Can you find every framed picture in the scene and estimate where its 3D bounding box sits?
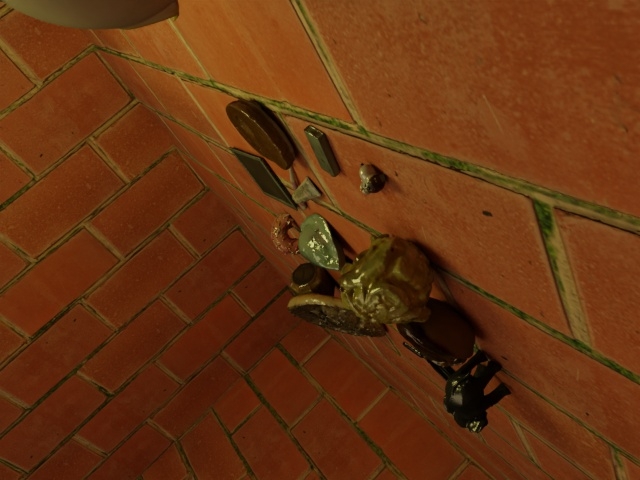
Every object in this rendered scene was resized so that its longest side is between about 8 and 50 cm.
[{"bbox_3d":[-0.183,-0.204,1.695,0.217,0.017,0.274,54,167,-32],"label":"framed picture"}]

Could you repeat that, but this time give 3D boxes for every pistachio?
[{"bbox_3d":[0.239,0.190,1.154,0.210,0.131,0.165,37,-157,-3],"label":"pistachio"}]

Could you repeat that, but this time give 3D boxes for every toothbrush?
[{"bbox_3d":[-0.071,-0.150,1.430,0.020,0.025,0.286,43,169,23],"label":"toothbrush"}]

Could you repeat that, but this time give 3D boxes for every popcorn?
[{"bbox_3d":[0.132,0.075,1.063,0.187,0.186,0.167,14,173,44],"label":"popcorn"}]

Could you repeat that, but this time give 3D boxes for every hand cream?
[{"bbox_3d":[-0.038,-0.128,1.375,0.061,0.039,0.143,55,159,-6],"label":"hand cream"}]

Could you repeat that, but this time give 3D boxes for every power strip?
[{"bbox_3d":[0.006,-0.173,1.062,0.051,0.019,0.136,37,165,38],"label":"power strip"}]

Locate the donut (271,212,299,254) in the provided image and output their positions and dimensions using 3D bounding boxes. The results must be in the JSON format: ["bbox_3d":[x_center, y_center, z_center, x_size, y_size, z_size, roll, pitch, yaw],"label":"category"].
[{"bbox_3d":[-0.116,-0.011,1.871,0.166,0.117,0.065,47,174,-2],"label":"donut"}]

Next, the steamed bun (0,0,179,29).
[{"bbox_3d":[-0.312,-0.427,0.624,0.374,0.333,0.334,50,170,15],"label":"steamed bun"}]

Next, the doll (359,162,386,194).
[{"bbox_3d":[0.089,-0.101,0.949,0.058,0.040,0.085,56,169,25],"label":"doll"}]

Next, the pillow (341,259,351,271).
[{"bbox_3d":[0.057,0.068,1.681,0.232,0.038,0.131,38,169,31],"label":"pillow"}]

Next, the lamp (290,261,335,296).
[{"bbox_3d":[-0.030,0.182,2.128,0.161,0.161,0.185,37,170,42],"label":"lamp"}]

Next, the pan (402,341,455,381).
[{"bbox_3d":[0.355,0.385,1.685,0.235,0.028,0.136,35,164,37],"label":"pan"}]

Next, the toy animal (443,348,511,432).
[{"bbox_3d":[0.361,0.360,1.260,0.114,0.146,0.245,31,162,53],"label":"toy animal"}]

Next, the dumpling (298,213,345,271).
[{"bbox_3d":[-0.006,0.010,1.539,0.216,0.105,0.149,37,165,46],"label":"dumpling"}]

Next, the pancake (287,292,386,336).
[{"bbox_3d":[0.064,0.284,2.012,0.386,0.082,0.387,15,159,6],"label":"pancake"}]

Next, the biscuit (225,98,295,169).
[{"bbox_3d":[-0.140,-0.258,1.246,0.208,0.049,0.181,37,165,43],"label":"biscuit"}]
